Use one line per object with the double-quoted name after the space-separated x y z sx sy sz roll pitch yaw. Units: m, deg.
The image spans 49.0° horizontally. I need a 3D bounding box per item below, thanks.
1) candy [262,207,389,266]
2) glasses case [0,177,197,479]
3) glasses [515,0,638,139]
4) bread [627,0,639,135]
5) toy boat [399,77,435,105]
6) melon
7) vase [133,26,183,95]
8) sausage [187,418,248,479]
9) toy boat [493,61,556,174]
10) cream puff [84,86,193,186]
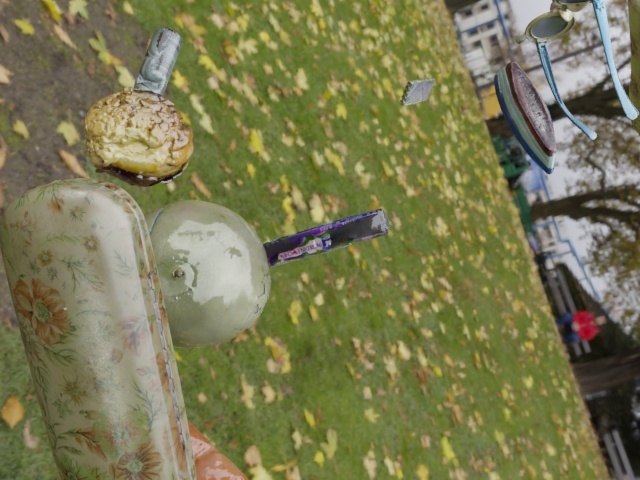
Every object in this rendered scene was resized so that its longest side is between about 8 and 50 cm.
0.000 0.000 1.563 0.088 0.312 0.061 13 61 -79 "candy"
-0.243 0.141 0.790 0.098 0.156 0.425 -54 139 -70 "glasses case"
0.420 -0.278 1.089 0.220 0.088 0.189 61 -11 4 "glasses"
0.658 -0.332 1.261 0.338 0.187 0.155 59 9 -47 "bread"
0.235 -0.360 1.694 0.016 0.063 0.115 36 33 24 "toy boat"
-0.222 0.062 1.266 0.330 0.268 0.268 67 6 -82 "melon"
-0.324 -0.307 1.347 0.060 0.060 0.211 50 53 -60 "vase"
-0.242 0.338 1.134 0.097 0.348 0.094 -27 144 -42 "sausage"
0.358 -0.215 1.201 0.046 0.080 0.229 91 -10 -57 "toy boat"
-0.211 -0.124 0.815 0.133 0.104 0.119 8 40 -49 "cream puff"
